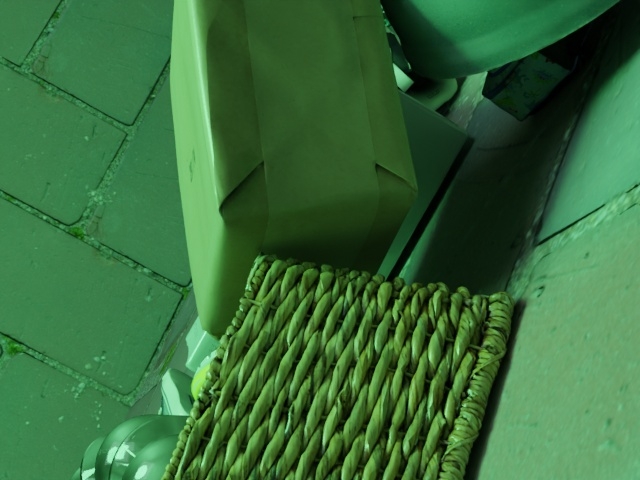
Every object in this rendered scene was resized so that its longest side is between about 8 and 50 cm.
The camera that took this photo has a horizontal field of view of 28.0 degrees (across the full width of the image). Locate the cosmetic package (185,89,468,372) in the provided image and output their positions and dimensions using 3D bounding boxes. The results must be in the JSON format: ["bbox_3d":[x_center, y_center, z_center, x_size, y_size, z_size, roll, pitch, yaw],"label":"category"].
[{"bbox_3d":[0.000,0.000,1.493,0.385,0.156,0.217,-62,8,0],"label":"cosmetic package"}]

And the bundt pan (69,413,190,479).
[{"bbox_3d":[-0.170,0.312,1.226,0.331,0.124,0.331,-35,46,47],"label":"bundt pan"}]

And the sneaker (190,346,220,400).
[{"bbox_3d":[-0.044,0.154,1.291,0.208,0.081,0.094,-11,55,27],"label":"sneaker"}]

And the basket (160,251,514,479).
[{"bbox_3d":[0.021,0.191,1.020,0.213,0.223,0.299,79,-154,-49],"label":"basket"}]

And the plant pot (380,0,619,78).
[{"bbox_3d":[0.153,-0.309,1.127,0.293,0.196,0.293,-30,23,14],"label":"plant pot"}]

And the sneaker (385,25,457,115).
[{"bbox_3d":[0.123,-0.203,1.659,0.094,0.153,0.235,-46,-26,7],"label":"sneaker"}]

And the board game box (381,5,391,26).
[{"bbox_3d":[0.055,-0.334,1.785,0.126,0.026,0.186,-11,32,19],"label":"board game box"}]

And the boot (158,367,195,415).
[{"bbox_3d":[-0.170,0.213,1.487,0.086,0.069,0.190,-56,11,5],"label":"boot"}]

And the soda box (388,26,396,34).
[{"bbox_3d":[0.182,-0.367,1.798,0.286,0.091,0.098,-59,8,12],"label":"soda box"}]

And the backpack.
[{"bbox_3d":[0.194,-0.179,1.208,0.114,0.084,0.105,-54,9,49],"label":"backpack"}]

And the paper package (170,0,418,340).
[{"bbox_3d":[-0.044,-0.103,1.202,0.325,0.168,0.310,110,152,-68],"label":"paper package"}]
